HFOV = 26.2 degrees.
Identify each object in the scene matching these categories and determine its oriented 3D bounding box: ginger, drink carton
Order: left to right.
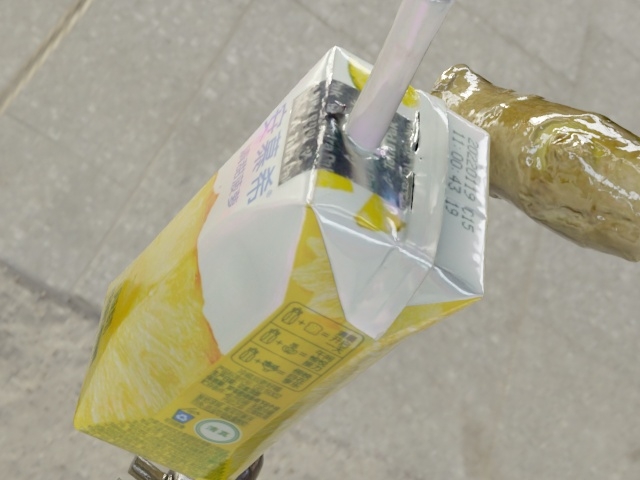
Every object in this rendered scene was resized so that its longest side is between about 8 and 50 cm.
[{"bbox_3d":[0.000,0.000,0.413,0.074,0.200,0.084,29,46,-20],"label":"drink carton"},{"bbox_3d":[0.198,-0.065,1.153,0.116,0.109,0.263,-19,39,-38],"label":"ginger"}]

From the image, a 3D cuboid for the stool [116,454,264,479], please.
[{"bbox_3d":[-0.139,0.256,1.367,0.121,0.125,0.217,29,79,-8],"label":"stool"}]
